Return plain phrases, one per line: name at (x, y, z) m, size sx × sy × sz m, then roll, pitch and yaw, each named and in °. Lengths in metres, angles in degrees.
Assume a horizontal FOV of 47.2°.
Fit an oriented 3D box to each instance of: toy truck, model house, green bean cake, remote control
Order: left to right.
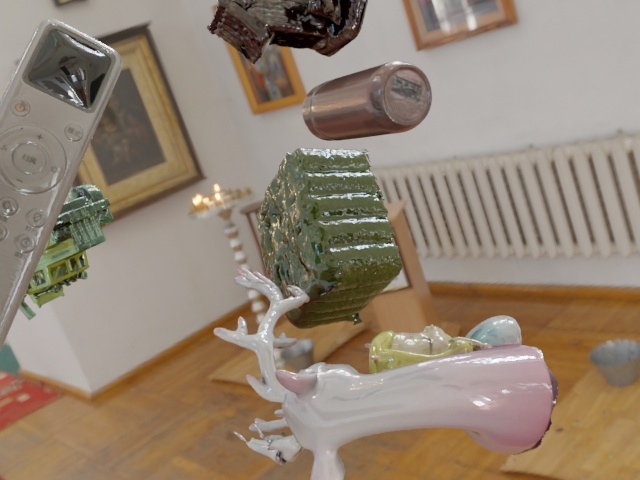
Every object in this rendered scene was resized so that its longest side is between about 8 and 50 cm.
remote control at (-0.209, -0.038, 0.506) m, size 0.029 × 0.067 × 0.261 m, roll -20°, pitch 49°, yaw 58°
toy truck at (-0.379, 0.025, 0.973) m, size 0.260 × 0.135 × 0.128 m, roll -24°, pitch 5°, yaw 33°
model house at (-0.046, -0.279, 0.754) m, size 0.164 × 0.203 × 0.141 m, roll 9°, pitch -41°, yaw -20°
green bean cake at (0.000, 0.000, 1.202) m, size 0.156 × 0.246 × 0.250 m, roll -5°, pitch -24°, yaw -25°

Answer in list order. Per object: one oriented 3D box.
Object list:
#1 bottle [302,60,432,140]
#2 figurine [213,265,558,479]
bottle at (0.033, -0.110, 0.591) m, size 0.053 × 0.053 × 0.140 m, roll -25°, pitch 15°, yaw -22°
figurine at (0.043, 0.159, 0.789) m, size 0.316 × 0.206 × 0.284 m, roll 1°, pitch 13°, yaw -9°
